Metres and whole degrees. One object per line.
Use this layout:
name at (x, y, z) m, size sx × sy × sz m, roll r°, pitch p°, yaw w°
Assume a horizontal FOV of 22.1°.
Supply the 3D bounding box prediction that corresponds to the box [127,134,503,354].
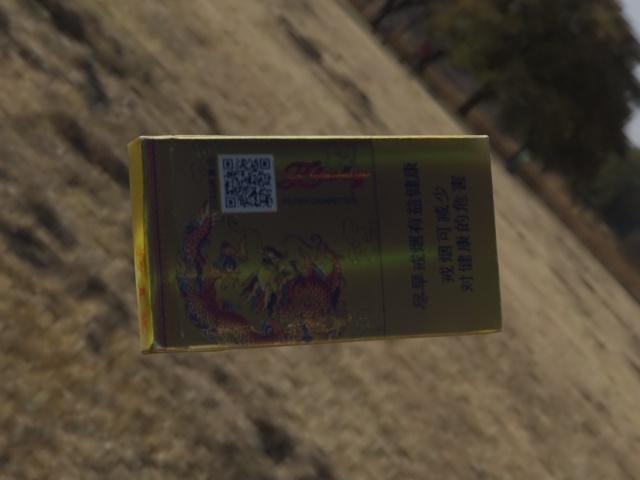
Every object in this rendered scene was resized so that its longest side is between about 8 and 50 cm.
box at (0.000, 0.000, 0.670) m, size 0.022 × 0.156 × 0.089 m, roll 159°, pitch -74°, yaw -67°
